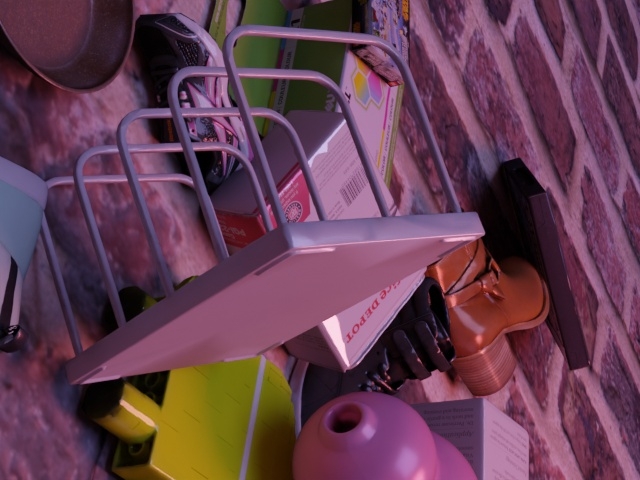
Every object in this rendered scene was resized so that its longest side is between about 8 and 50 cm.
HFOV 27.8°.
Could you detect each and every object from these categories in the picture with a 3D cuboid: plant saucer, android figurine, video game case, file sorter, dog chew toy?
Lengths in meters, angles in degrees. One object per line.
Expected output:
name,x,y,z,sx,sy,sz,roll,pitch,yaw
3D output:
plant saucer,-0.222,-0.214,1.048,0.199,0.036,0.198,31,55,-57
android figurine,-0.102,0.159,1.142,0.273,0.056,0.248,46,42,-45
video game case,0.341,0.030,1.967,0.248,0.035,0.274,-90,163,-75
file sorter,-0.061,-0.024,0.975,0.193,0.278,0.173,-5,71,-44
dog chew toy,0.070,0.269,1.219,0.206,0.207,0.331,-72,151,-42

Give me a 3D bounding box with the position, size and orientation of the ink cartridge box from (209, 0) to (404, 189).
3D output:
ink cartridge box,-0.010,-0.188,1.386,0.255,0.097,0.188,50,40,-46

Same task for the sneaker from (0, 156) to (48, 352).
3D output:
sneaker,-0.272,0.000,0.824,0.256,0.094,0.151,29,59,-56

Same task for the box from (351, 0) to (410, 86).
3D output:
box,0.067,-0.249,1.420,0.094,0.027,0.137,33,52,-53

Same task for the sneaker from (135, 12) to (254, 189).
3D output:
sneaker,-0.120,-0.124,1.187,0.178,0.072,0.077,60,44,-25

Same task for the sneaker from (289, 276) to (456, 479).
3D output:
sneaker,0.059,0.146,1.362,0.104,0.147,0.295,56,37,-43

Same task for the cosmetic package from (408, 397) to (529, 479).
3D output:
cosmetic package,0.144,0.291,1.476,0.151,0.151,0.183,39,49,-53

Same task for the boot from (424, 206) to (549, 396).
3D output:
boot,0.212,0.046,1.762,0.220,0.109,0.283,63,39,-24

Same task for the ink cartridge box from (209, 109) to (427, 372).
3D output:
ink cartridge box,0.000,0.000,1.303,0.158,0.092,0.217,-49,127,-28
